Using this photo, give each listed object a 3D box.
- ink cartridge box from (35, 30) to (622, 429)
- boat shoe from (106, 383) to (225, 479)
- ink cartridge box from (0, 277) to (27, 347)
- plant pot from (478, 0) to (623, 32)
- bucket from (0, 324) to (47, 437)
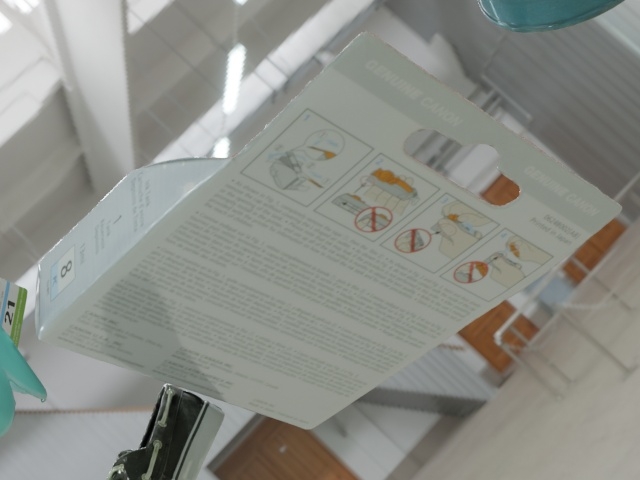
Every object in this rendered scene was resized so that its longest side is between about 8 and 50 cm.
[{"bbox_3d":[0.000,0.000,0.865,0.385,0.308,0.091,-40,42,29],"label":"ink cartridge box"},{"bbox_3d":[-0.154,0.216,0.911,0.077,0.070,0.219,-51,10,38],"label":"boat shoe"},{"bbox_3d":[-0.423,0.102,1.036,0.255,0.097,0.188,39,-128,-59],"label":"ink cartridge box"},{"bbox_3d":[0.284,-0.457,1.362,0.271,0.272,0.255,-46,-50,-9],"label":"plant pot"},{"bbox_3d":[-0.276,0.053,0.441,0.281,0.183,0.281,-28,6,3],"label":"bucket"}]
